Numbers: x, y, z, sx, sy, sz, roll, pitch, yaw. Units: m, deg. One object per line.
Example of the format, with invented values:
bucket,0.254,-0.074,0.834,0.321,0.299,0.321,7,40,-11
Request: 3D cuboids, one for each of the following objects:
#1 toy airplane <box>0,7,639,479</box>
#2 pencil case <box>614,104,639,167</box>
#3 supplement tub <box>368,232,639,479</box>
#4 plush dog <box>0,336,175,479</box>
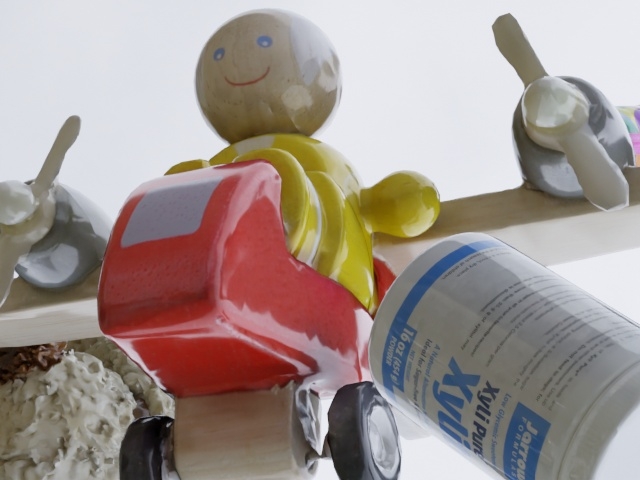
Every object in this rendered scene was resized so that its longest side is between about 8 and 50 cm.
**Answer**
toy airplane,0.000,0.000,1.161,0.384,0.386,0.272,-13,-93,65
pencil case,0.316,-0.088,1.831,0.104,0.236,0.104,18,-68,51
supplement tub,0.073,0.048,0.659,0.107,0.071,0.071,34,-78,42
plush dog,-0.154,0.158,1.449,0.210,0.225,0.262,-5,-98,42
